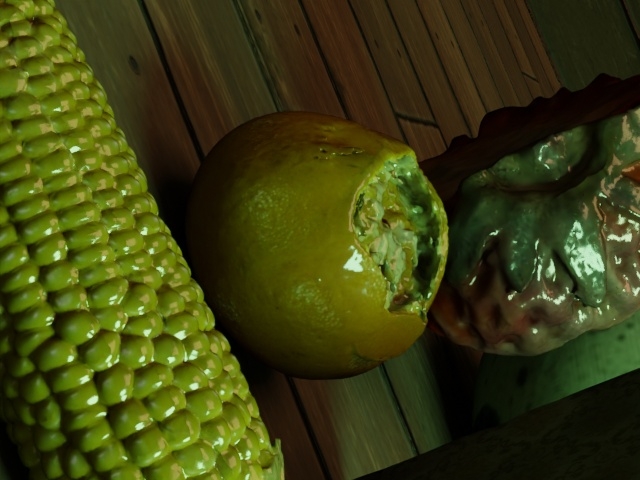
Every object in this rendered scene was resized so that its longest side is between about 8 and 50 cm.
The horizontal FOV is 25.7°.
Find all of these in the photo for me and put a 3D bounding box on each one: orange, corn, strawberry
[{"bbox_3d":[0.000,0.000,0.776,0.154,0.134,0.154,54,15,-21],"label":"orange"},{"bbox_3d":[-0.097,0.011,0.539,0.091,0.091,0.260,76,-11,-82],"label":"corn"},{"bbox_3d":[0.146,-0.012,1.050,0.149,0.265,0.336,63,-7,-10],"label":"strawberry"}]

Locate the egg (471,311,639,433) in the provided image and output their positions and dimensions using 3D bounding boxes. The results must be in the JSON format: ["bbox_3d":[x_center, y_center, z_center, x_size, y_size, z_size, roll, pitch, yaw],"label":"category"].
[{"bbox_3d":[0.261,0.144,1.122,0.287,0.288,0.379,64,30,-9],"label":"egg"}]

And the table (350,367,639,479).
[{"bbox_3d":[0.128,0.263,0.664,0.272,0.222,0.335,63,18,-7],"label":"table"}]
